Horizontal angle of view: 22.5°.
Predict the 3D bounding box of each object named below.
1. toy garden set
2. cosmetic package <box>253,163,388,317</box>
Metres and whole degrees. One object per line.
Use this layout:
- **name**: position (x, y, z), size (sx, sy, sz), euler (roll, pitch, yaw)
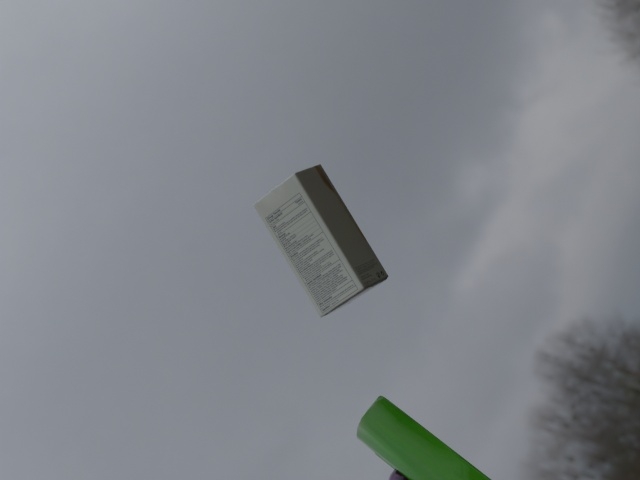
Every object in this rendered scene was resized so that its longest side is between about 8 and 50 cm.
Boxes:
- **toy garden set**: position (0.120, 0.184, 0.750), size (0.049, 0.204, 0.244), euler (-50, -31, -6)
- **cosmetic package**: position (0.000, 0.000, 1.363), size (0.060, 0.115, 0.041), euler (-34, -7, 37)
